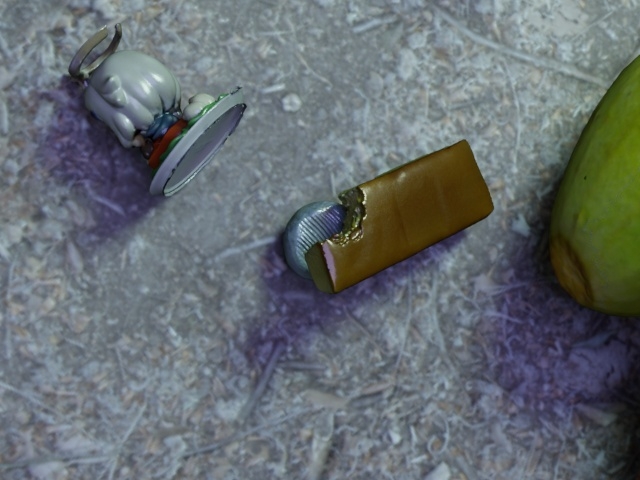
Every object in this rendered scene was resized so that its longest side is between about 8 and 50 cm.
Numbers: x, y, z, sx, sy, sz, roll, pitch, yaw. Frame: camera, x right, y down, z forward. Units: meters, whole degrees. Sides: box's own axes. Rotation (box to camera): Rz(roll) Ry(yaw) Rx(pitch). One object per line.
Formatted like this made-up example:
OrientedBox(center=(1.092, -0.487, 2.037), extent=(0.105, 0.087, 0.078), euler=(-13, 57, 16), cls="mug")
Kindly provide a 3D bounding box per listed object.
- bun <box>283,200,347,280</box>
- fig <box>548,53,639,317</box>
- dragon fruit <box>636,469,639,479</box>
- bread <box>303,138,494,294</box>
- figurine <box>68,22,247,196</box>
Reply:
OrientedBox(center=(0.000, 0.000, 1.363), extent=(0.083, 0.045, 0.083), euler=(1, 87, -15), cls="bun")
OrientedBox(center=(0.365, -0.057, 1.386), extent=(0.326, 0.258, 0.258), euler=(-41, 98, -6), cls="fig")
OrientedBox(center=(0.404, 0.193, 1.411), extent=(0.286, 0.228, 0.329), euler=(35, 112, -15), cls="dragon fruit")
OrientedBox(center=(0.072, -0.024, 1.352), extent=(0.226, 0.049, 0.088), euler=(-24, 97, -37), cls="bread")
OrientedBox(center=(-0.162, -0.135, 1.296), extent=(0.153, 0.132, 0.132), euler=(41, 74, 4), cls="figurine")
